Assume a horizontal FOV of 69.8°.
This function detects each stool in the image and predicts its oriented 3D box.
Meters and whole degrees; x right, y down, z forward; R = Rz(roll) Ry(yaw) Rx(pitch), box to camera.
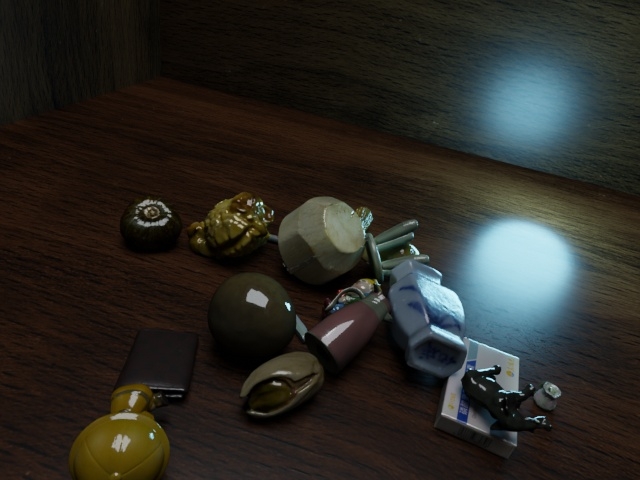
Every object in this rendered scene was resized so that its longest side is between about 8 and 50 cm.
[{"bbox_3d":[0.279,0.047,1.705,0.199,0.195,0.195,-14,72,3],"label":"stool"}]

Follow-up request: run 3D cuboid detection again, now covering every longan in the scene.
[{"bbox_3d":[-0.191,0.215,1.315,0.259,0.257,0.258,8,32,-5],"label":"longan"}]

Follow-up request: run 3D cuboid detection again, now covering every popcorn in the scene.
[{"bbox_3d":[-0.331,-0.039,1.712,0.333,0.224,0.265,-18,25,-4],"label":"popcorn"}]

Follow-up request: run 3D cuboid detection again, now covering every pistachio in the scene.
[{"bbox_3d":[-0.098,0.373,1.200,0.238,0.153,0.137,-18,82,-35],"label":"pistachio"}]

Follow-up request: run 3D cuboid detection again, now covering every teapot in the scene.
[{"bbox_3d":[0.670,0.452,1.357,0.064,0.064,0.083,10,32,-2],"label":"teapot"}]

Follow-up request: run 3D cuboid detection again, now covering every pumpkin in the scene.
[{"bbox_3d":[-0.633,-0.061,1.708,0.219,0.162,0.218,5,57,-8],"label":"pumpkin"}]

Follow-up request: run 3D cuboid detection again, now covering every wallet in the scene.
[{"bbox_3d":[-0.435,0.329,1.245,0.182,0.049,0.229,5,31,-8],"label":"wallet"}]

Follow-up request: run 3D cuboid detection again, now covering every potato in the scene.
[{"bbox_3d":[0.289,0.054,1.835,0.262,0.100,0.120,11,32,2],"label":"potato"}]

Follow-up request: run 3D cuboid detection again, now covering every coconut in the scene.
[{"bbox_3d":[0.000,0.000,1.667,0.324,0.322,0.322,8,32,-5],"label":"coconut"}]

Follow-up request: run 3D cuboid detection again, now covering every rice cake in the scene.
[{"bbox_3d":[-0.081,0.258,1.472,0.042,0.030,0.180,-16,40,-27],"label":"rice cake"}]

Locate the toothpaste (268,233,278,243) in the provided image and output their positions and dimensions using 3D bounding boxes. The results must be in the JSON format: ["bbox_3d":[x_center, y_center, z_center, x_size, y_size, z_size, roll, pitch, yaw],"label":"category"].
[{"bbox_3d":[-0.218,-0.014,1.863,0.170,0.028,0.045,15,39,10],"label":"toothpaste"}]

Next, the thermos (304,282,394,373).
[{"bbox_3d":[0.087,0.245,1.361,0.265,0.145,0.176,-37,72,-27],"label":"thermos"}]

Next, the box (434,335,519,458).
[{"bbox_3d":[0.460,0.432,1.326,0.200,0.065,0.343,20,33,14],"label":"box"}]

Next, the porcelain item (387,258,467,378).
[{"bbox_3d":[0.329,0.236,1.455,0.243,0.178,0.405,24,27,-11],"label":"porcelain item"}]

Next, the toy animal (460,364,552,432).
[{"bbox_3d":[0.475,0.422,1.201,0.147,0.114,0.245,-4,14,-33],"label":"toy animal"}]

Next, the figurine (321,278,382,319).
[{"bbox_3d":[0.112,0.198,1.552,0.185,0.127,0.234,11,43,10],"label":"figurine"}]

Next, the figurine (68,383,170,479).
[{"bbox_3d":[-0.426,0.425,0.989,0.193,0.167,0.256,-12,34,-10],"label":"figurine"}]

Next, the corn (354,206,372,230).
[{"bbox_3d":[0.147,-0.052,1.967,0.097,0.096,0.320,20,35,14],"label":"corn"}]
